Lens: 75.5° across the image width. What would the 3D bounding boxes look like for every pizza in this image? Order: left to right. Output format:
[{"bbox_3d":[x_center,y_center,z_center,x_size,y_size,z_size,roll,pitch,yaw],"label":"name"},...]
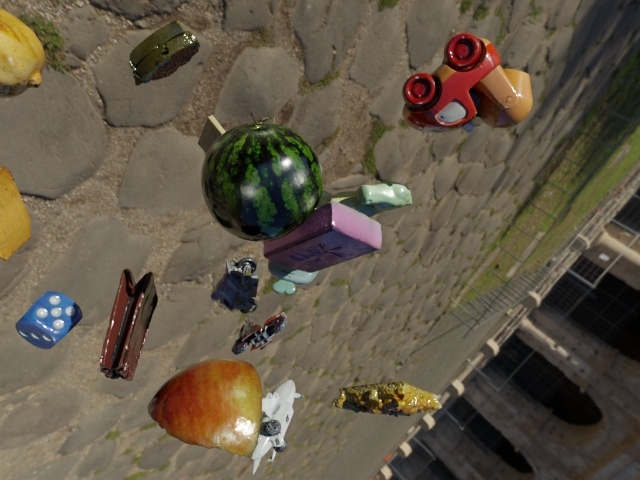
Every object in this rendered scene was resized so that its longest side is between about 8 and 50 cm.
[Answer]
[{"bbox_3d":[0.216,0.519,1.322,0.258,0.087,0.268,-19,146,36],"label":"pizza"}]

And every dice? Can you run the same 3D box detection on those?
[{"bbox_3d":[-0.917,0.269,1.401,0.146,0.146,0.143,-35,-158,31],"label":"dice"}]

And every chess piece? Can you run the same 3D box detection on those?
[{"bbox_3d":[0.104,-0.096,1.170,0.298,0.175,0.176,-19,168,34],"label":"chess piece"}]

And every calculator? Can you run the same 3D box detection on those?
[{"bbox_3d":[-0.084,0.056,1.459,0.041,0.185,0.299,81,28,-58],"label":"calculator"}]

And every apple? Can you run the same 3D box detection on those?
[{"bbox_3d":[-0.263,0.387,0.993,0.254,0.346,0.179,-29,103,-25],"label":"apple"}]

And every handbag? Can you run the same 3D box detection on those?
[{"bbox_3d":[-0.527,0.239,1.147,0.084,0.275,0.260,12,153,-14],"label":"handbag"}]

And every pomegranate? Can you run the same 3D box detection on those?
[{"bbox_3d":[-0.984,-0.562,1.255,0.264,0.264,0.264,-33,148,-24],"label":"pomegranate"}]

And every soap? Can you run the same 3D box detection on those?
[{"bbox_3d":[0.000,0.002,1.047,0.259,0.081,0.181,-23,147,39],"label":"soap"}]

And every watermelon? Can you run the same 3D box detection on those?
[{"bbox_3d":[-0.131,-0.128,0.897,0.269,0.269,0.269,-33,148,-24],"label":"watermelon"}]

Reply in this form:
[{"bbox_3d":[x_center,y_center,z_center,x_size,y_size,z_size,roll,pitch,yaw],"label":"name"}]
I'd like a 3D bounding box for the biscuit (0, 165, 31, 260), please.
[{"bbox_3d":[-0.940,-0.083,1.229,0.013,0.232,0.237,-10,116,-8],"label":"biscuit"}]

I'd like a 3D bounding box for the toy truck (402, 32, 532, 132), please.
[{"bbox_3d":[0.337,-0.327,0.965,0.265,0.239,0.189,-39,179,18],"label":"toy truck"}]

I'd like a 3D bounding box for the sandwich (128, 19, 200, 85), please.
[{"bbox_3d":[-0.578,-0.716,1.571,0.292,0.109,0.212,-23,-167,33],"label":"sandwich"}]

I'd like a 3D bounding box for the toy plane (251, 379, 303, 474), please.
[{"bbox_3d":[-0.123,0.487,1.121,0.255,0.101,0.251,-52,140,-47],"label":"toy plane"}]

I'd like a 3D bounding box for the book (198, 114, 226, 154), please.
[{"bbox_3d":[-0.485,-0.449,1.899,0.026,0.161,0.231,-40,-178,-33],"label":"book"}]

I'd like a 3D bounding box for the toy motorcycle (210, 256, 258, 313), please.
[{"bbox_3d":[-0.277,0.153,1.333,0.152,0.073,0.225,-5,122,-16],"label":"toy motorcycle"}]

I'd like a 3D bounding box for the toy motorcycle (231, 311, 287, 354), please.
[{"bbox_3d":[-0.202,0.299,1.374,0.212,0.118,0.084,-30,108,10],"label":"toy motorcycle"}]
